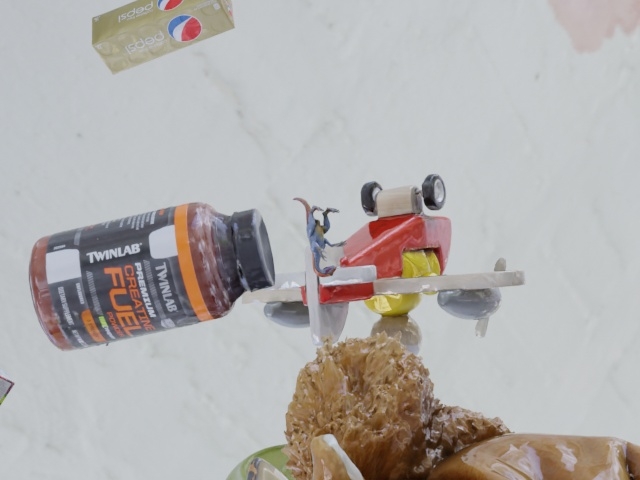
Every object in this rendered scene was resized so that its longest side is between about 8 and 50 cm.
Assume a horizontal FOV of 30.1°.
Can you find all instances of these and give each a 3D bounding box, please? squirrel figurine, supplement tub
[{"bbox_3d":[0.091,0.265,1.080,0.370,0.397,0.281,8,-68,-35],"label":"squirrel figurine"},{"bbox_3d":[-0.142,0.026,1.025,0.197,0.106,0.106,-13,-51,5],"label":"supplement tub"}]

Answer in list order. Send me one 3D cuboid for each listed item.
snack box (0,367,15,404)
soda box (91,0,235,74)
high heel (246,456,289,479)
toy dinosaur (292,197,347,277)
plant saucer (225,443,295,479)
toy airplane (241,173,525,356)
[{"bbox_3d":[-0.445,0.186,1.481,0.037,0.141,0.100,37,-96,-38],"label":"snack box"},{"bbox_3d":[-0.207,-0.285,1.558,0.181,0.058,0.061,-19,-41,11],"label":"soda box"},{"bbox_3d":[-0.106,0.377,1.598,0.093,0.186,0.261,-35,-55,-37],"label":"high heel"},{"bbox_3d":[0.000,0.000,1.439,0.047,0.090,0.082,3,-73,-37],"label":"toy dinosaur"},{"bbox_3d":[-0.027,0.359,1.785,0.241,0.241,0.037,-11,-70,-42],"label":"plant saucer"},{"bbox_3d":[0.089,0.082,1.866,0.384,0.386,0.273,-19,-73,-11],"label":"toy airplane"}]
